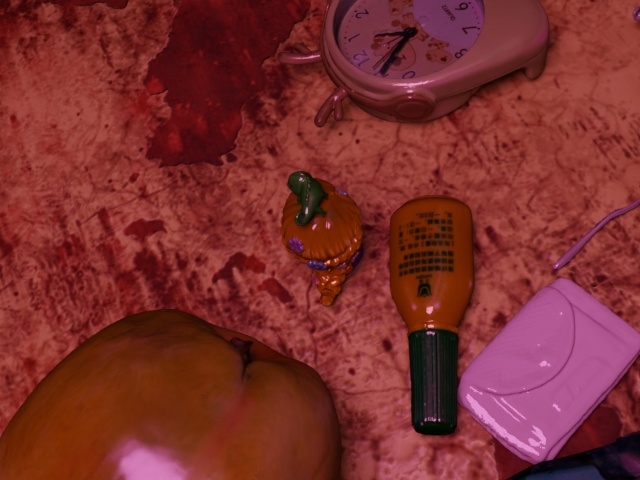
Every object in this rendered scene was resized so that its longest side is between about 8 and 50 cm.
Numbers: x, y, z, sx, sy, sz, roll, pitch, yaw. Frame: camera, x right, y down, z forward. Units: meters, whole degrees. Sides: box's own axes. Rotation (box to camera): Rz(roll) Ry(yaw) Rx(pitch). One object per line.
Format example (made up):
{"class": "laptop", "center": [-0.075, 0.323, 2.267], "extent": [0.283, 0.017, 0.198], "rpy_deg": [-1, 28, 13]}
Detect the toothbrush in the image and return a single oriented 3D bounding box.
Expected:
{"class": "toothbrush", "center": [0.321, -0.018, 0.883], "extent": [0.162, 0.014, 0.017], "rpy_deg": [-41, 78, -9]}

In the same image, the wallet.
{"class": "wallet", "center": [0.236, 0.132, 0.820], "extent": [0.183, 0.032, 0.124], "rpy_deg": [-44, 66, -11]}

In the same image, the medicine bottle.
{"class": "medicine bottle", "center": [0.120, 0.076, 0.851], "extent": [0.095, 0.064, 0.261], "rpy_deg": [-6, 63, 18]}

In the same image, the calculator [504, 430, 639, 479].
{"class": "calculator", "center": [0.312, 0.290, 0.680], "extent": [0.274, 0.058, 0.248], "rpy_deg": [-6, 62, -7]}

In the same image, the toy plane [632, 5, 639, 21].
{"class": "toy plane", "center": [0.449, -0.236, 0.920], "extent": [0.174, 0.080, 0.174], "rpy_deg": [-3, 54, 4]}

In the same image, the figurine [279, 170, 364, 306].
{"class": "figurine", "center": [0.000, 0.000, 0.861], "extent": [0.094, 0.156, 0.115], "rpy_deg": [-2, 62, 11]}

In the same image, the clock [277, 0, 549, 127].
{"class": "clock", "center": [0.108, -0.251, 0.992], "extent": [0.308, 0.096, 0.235], "rpy_deg": [-27, 64, -1]}

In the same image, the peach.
{"class": "peach", "center": [-0.143, 0.216, 0.708], "extent": [0.281, 0.314, 0.316], "rpy_deg": [37, 96, 3]}
